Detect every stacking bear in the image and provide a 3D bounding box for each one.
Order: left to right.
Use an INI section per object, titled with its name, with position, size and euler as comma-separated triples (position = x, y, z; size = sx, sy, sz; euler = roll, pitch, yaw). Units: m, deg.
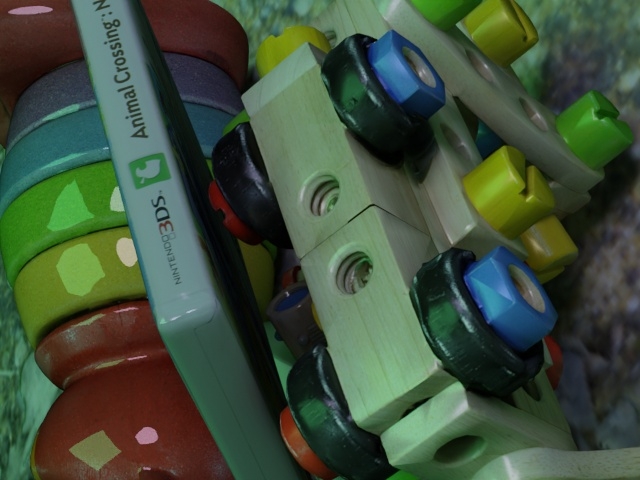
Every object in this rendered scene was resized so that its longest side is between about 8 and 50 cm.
[stacking bear]
position = -0.100, 0.025, 0.887
size = 0.175, 0.164, 0.289
euler = 83, 179, -68

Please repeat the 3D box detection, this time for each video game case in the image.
[video game case]
position = -0.045, 0.012, 0.632
size = 0.212, 0.023, 0.193
euler = 72, 179, -52

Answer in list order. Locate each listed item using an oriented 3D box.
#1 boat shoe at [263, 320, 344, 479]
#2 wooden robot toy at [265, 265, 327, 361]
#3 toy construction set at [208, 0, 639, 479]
[boat shoe]
position = 0.025, 0.099, 0.761
size = 0.227, 0.079, 0.081
euler = 33, 121, 59
[wooden robot toy]
position = 0.000, 0.000, 0.760
size = 0.076, 0.079, 0.173
euler = -25, 22, 20
[toy construction set]
position = 0.073, 0.017, 0.611
size = 0.151, 0.215, 0.328
euler = -49, 46, 12
